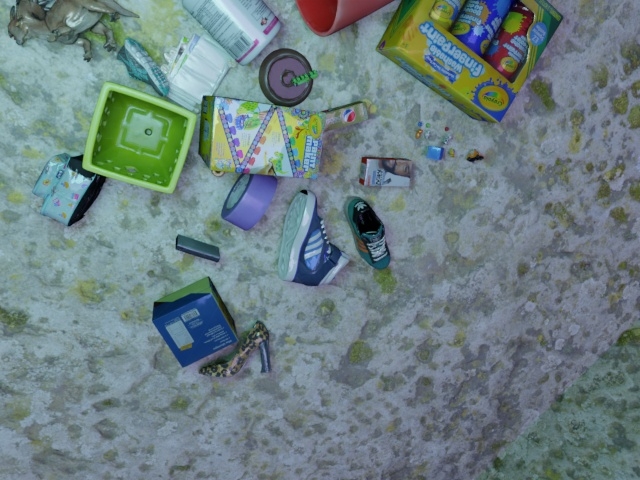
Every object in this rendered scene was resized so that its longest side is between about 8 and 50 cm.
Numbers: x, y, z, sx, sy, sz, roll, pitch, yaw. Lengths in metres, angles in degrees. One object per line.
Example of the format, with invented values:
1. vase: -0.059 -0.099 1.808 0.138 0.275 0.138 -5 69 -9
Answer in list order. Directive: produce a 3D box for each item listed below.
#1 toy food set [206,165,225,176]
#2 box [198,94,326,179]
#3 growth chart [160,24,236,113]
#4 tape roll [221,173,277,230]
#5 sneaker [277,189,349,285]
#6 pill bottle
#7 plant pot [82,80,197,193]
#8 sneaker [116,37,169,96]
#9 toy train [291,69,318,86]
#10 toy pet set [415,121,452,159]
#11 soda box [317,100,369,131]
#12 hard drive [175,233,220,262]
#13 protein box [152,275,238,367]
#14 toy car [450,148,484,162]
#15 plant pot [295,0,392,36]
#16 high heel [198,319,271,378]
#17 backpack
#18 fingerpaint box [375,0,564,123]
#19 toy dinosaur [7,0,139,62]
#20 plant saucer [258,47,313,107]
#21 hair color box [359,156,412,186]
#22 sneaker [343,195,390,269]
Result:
1. toy food set: -0.307 -0.241 1.354 0.083 0.020 0.082 -32 116 -3
2. box: -0.173 -0.286 1.212 0.280 0.290 0.176 2 107 -22
3. growth chart: -0.349 -0.483 1.248 0.172 0.021 0.237 38 95 -25
4. tape roll: -0.215 -0.129 1.332 0.080 0.189 0.188 30 99 -25
5. sneaker: 0.000 0.001 1.497 0.237 0.130 0.322 7 103 -30
6. pill bottle: -0.252 -0.614 1.150 0.160 0.160 0.283 -46 117 3
7. plant pot: -0.472 -0.278 1.184 0.229 0.207 0.226 17 104 -22
8. sneaker: -0.477 -0.452 1.193 0.076 0.065 0.166 -31 103 23
9. toy train: -0.045 -0.481 1.316 0.083 0.017 0.023 -26 126 -7
10. toy pet set: 0.390 -0.336 1.514 0.122 0.065 0.114 3 109 -18
11. soda box: 0.056 -0.386 1.390 0.182 0.061 0.058 -17 114 -10
12. hard drive: -0.384 0.025 1.390 0.135 0.094 0.022 20 103 -23
13. protein box: -0.406 0.264 1.451 0.200 0.136 0.201 -26 115 -7
14. toy car: 0.520 -0.312 1.572 0.122 0.060 0.040 10 75 -28
15. plant pot: 0.081 -0.714 1.176 0.243 0.275 0.274 -24 116 -18
16. high heel: -0.309 0.386 1.579 0.262 0.093 0.186 -6 90 -2
17. backpack: -0.678 -0.138 1.195 0.145 0.166 0.188 22 99 -22
18. fingerpaint box: 0.460 -0.636 1.366 0.445 0.163 0.370 25 101 -24
19. toy dinosaur: -0.613 -0.561 1.089 0.296 0.127 0.200 -36 81 -20
20. plant saucer: -0.099 -0.483 1.323 0.169 0.029 0.168 -6 111 -16
21. hair color box: 0.221 -0.233 1.507 0.168 0.053 0.092 -2 110 -18
22. sneaker: 0.175 -0.007 1.540 0.108 0.121 0.302 -31 116 -4
